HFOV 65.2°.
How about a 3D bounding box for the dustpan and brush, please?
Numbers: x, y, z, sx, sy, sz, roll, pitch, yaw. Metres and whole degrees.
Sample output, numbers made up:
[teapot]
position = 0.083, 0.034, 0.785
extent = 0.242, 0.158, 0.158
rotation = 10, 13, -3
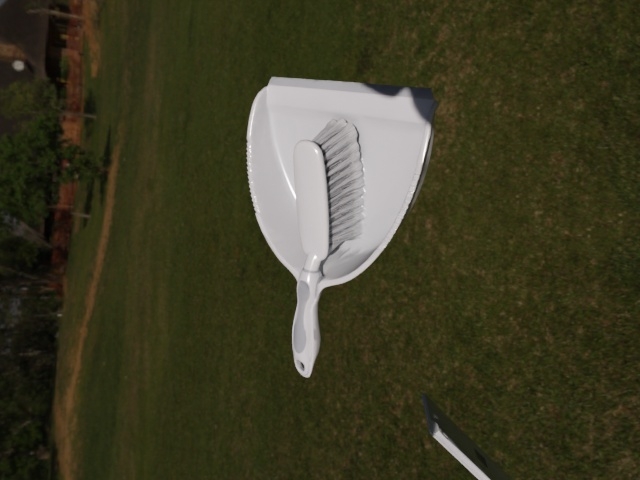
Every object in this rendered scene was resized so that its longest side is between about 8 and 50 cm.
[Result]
[dustpan and brush]
position = 0.000, 0.000, 0.356
extent = 0.147, 0.060, 0.211
rotation = 17, 121, 35

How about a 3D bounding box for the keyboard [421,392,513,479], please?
[keyboard]
position = 0.222, 0.309, 0.689
extent = 0.014, 0.256, 0.072
rotation = -40, 18, 12
